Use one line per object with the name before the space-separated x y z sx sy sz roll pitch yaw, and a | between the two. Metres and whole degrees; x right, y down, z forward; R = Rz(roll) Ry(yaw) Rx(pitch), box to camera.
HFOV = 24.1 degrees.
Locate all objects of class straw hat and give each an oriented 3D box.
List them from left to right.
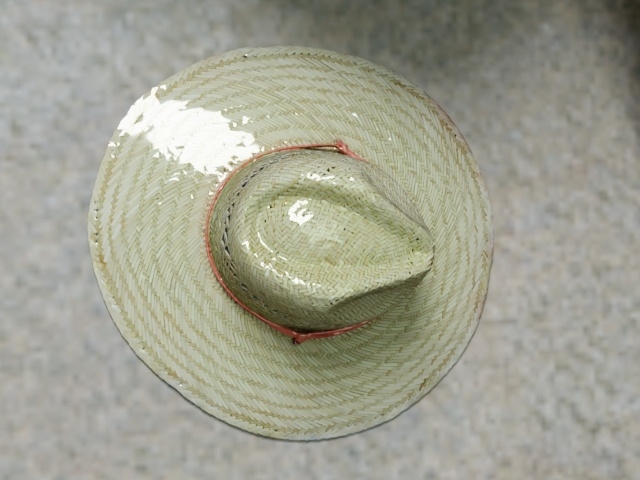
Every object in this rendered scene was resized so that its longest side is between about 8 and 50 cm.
straw hat | 0.000 0.000 0.483 0.144 0.061 0.144 0 89 -16
